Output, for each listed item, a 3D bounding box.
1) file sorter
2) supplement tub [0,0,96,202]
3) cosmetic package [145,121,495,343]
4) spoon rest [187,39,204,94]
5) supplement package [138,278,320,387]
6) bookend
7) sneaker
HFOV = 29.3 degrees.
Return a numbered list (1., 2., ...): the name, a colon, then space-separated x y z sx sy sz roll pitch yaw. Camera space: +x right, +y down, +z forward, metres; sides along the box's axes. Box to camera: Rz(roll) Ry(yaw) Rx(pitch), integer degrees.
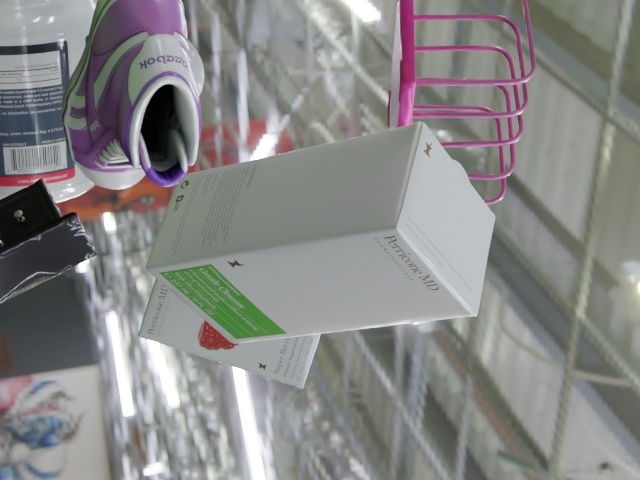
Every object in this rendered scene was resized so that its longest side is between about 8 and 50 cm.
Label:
1. file sorter: 0.195 -0.206 1.753 0.290 0.182 0.202 90 0 -57
2. supplement tub: -0.348 -0.191 1.402 0.191 0.191 0.272 -128 -144 -61
3. cosmetic package: 0.000 0.000 1.467 0.366 0.197 0.155 -9 -130 36
4. spoon rest: -0.290 -0.243 2.107 0.137 0.084 0.276 42 -58 7
5. supplement package: -0.147 0.123 2.117 0.175 0.293 0.177 -169 -83 -86
6. bookend: -0.337 -0.022 1.263 0.156 0.157 0.072 57 -11 34
7. sneaker: -0.174 -0.093 1.123 0.282 0.102 0.161 112 -36 -57
